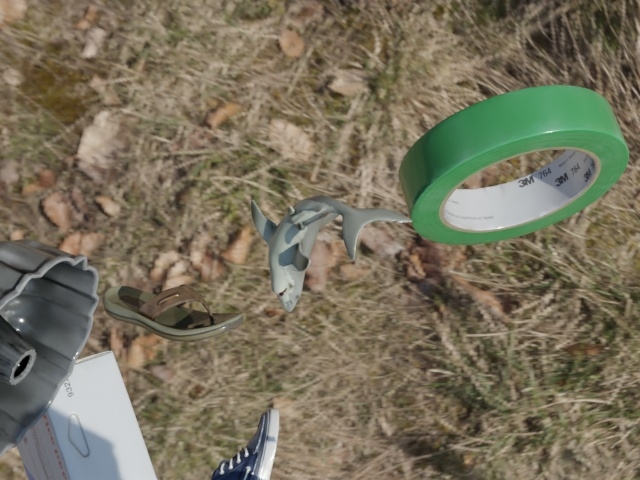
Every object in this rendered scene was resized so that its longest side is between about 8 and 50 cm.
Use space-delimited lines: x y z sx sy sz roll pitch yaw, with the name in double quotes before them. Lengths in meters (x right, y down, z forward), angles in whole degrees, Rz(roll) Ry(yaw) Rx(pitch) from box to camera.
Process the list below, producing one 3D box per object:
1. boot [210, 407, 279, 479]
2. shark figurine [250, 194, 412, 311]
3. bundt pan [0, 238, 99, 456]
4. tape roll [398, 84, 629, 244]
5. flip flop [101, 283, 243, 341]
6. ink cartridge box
"boot" -0.119 0.345 1.664 0.086 0.069 0.190 13 75 -5
"shark figurine" 0.004 -0.024 1.551 0.278 0.116 0.166 -39 73 52
"bundt pan" -0.437 0.137 1.420 0.124 0.331 0.331 28 97 12
"tape roll" 0.275 -0.101 1.561 0.321 0.321 0.077 -24 64 21
"flip flop" -0.262 0.110 1.883 0.277 0.112 0.080 14 110 29
"ink cartridge box" -0.392 0.323 1.744 0.307 0.129 0.223 -34 75 60
